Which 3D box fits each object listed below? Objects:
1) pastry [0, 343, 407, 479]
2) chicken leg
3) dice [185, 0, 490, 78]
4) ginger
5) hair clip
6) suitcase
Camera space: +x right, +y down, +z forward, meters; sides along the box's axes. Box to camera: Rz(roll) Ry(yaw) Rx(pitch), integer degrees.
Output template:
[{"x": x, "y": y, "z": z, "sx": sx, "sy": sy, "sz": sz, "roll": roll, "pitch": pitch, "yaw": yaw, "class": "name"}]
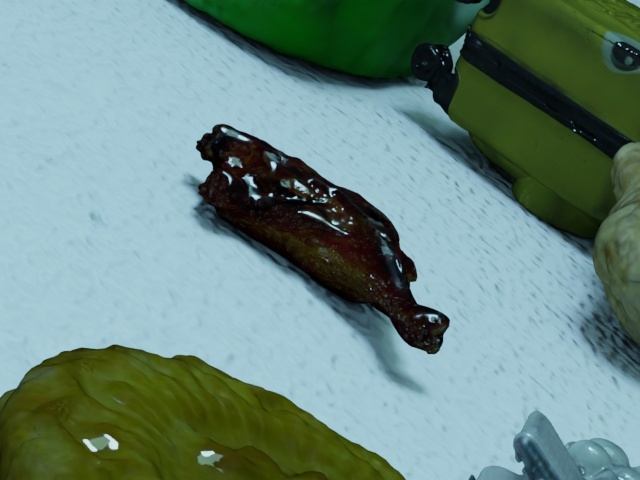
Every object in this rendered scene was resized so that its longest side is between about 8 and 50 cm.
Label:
[{"x": -0.034, "y": 0.139, "z": 0.652, "sx": 0.240, "sy": 0.132, "sz": 0.235, "roll": 42, "pitch": 15, "yaw": 20, "class": "pastry"}, {"x": 0.002, "y": -0.001, "z": 1.128, "sx": 0.219, "sy": 0.048, "sz": 0.089, "roll": 39, "pitch": 26, "yaw": 29, "class": "chicken leg"}, {"x": 0.017, "y": -0.313, "z": 1.557, "sx": 0.287, "sy": 0.297, "sz": 0.300, "roll": 32, "pitch": 21, "yaw": 24, "class": "dice"}, {"x": 0.294, "y": 0.016, "z": 1.341, "sx": 0.354, "sy": 0.126, "sz": 0.190, "roll": 9, "pitch": 36, "yaw": -48, "class": "ginger"}, {"x": 0.174, "y": 0.161, "z": 0.960, "sx": 0.220, "sy": 0.054, "sz": 0.140, "roll": 32, "pitch": 14, "yaw": 4, "class": "hair clip"}, {"x": 0.207, "y": -0.096, "z": 1.481, "sx": 0.235, "sy": 0.143, "sz": 0.194, "roll": 39, "pitch": 22, "yaw": 32, "class": "suitcase"}]
